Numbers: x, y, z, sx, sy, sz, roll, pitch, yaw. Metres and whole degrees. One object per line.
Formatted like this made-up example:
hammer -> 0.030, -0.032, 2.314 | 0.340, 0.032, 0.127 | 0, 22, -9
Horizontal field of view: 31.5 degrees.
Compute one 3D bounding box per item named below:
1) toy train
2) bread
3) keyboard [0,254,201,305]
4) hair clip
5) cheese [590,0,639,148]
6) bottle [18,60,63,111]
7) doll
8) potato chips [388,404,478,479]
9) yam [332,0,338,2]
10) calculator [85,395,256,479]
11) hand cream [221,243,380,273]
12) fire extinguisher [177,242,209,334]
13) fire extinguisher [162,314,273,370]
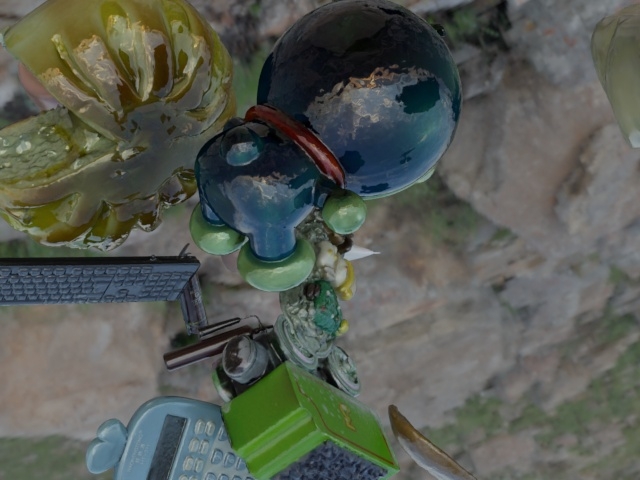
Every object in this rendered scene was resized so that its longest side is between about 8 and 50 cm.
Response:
toy train -> -0.030, 0.266, 1.740 | 0.173, 0.249, 0.307 | -35, 139, 16
bread -> -0.235, -0.135, 1.320 | 0.333, 0.160, 0.333 | -15, 125, -24
keyboard -> -0.295, 0.047, 1.316 | 0.309, 0.018, 0.101 | 0, 147, -29
hair clip -> 0.002, 0.000, 1.544 | 0.091, 0.321, 0.138 | -19, 138, 15
cheese -> 0.372, -0.166, 0.909 | 0.326, 0.115, 0.318 | -26, -167, -33
bottle -> -0.289, -0.183, 1.662 | 0.206, 0.173, 0.297 | 15, 153, 25
doll -> 0.012, -0.109, 1.091 | 0.322, 0.198, 0.186 | -47, 148, -22
potato chips -> 0.178, 0.350, 1.864 | 0.049, 0.150, 0.201 | -49, 127, 0
yam -> 0.028, -0.254, 1.319 | 0.033, 0.027, 0.129 | -10, 130, 0
calculator -> -0.209, 0.332, 1.723 | 0.302, 0.188, 0.042 | 18, -179, -26
hand cream -> -0.040, 0.013, 1.730 | 0.133, 0.083, 0.247 | 4, 179, 45
fire extinguisher -> -0.229, 0.087, 1.967 | 0.043, 0.158, 0.064 | 8, -145, 28
fire extinguisher -> -0.158, 0.151, 1.738 | 0.173, 0.049, 0.035 | -19, 142, -6
